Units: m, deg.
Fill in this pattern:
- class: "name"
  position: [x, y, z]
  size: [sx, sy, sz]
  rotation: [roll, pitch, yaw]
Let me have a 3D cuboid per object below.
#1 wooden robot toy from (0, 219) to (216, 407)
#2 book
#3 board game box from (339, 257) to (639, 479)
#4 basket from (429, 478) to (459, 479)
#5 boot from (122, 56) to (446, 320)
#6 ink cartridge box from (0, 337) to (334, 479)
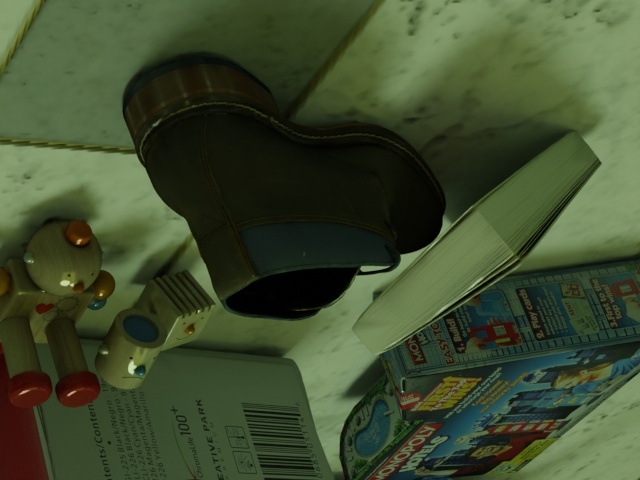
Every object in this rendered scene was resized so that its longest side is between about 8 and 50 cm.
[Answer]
- class: "wooden robot toy"
  position: [-0.117, 0.028, 0.752]
  size: [0.173, 0.076, 0.079]
  rotation: [2, 134, -36]
- class: "book"
  position: [0.079, -0.001, 0.797]
  size: [0.096, 0.035, 0.144]
  rotation: [-40, 179, 33]
- class: "board game box"
  position: [0.094, 0.084, 0.995]
  size: [0.194, 0.060, 0.194]
  rotation: [2, 145, -34]
- class: "basket"
  position: [0.089, 0.273, 1.172]
  size: [0.255, 0.201, 0.289]
  rotation: [5, 153, -38]
- class: "boot"
  position: [0.000, 0.000, 0.733]
  size: [0.082, 0.106, 0.219]
  rotation: [-35, 148, 26]
- class: "ink cartridge box"
  position: [-0.189, 0.186, 0.916]
  size: [0.272, 0.130, 0.309]
  rotation: [10, 140, -43]
